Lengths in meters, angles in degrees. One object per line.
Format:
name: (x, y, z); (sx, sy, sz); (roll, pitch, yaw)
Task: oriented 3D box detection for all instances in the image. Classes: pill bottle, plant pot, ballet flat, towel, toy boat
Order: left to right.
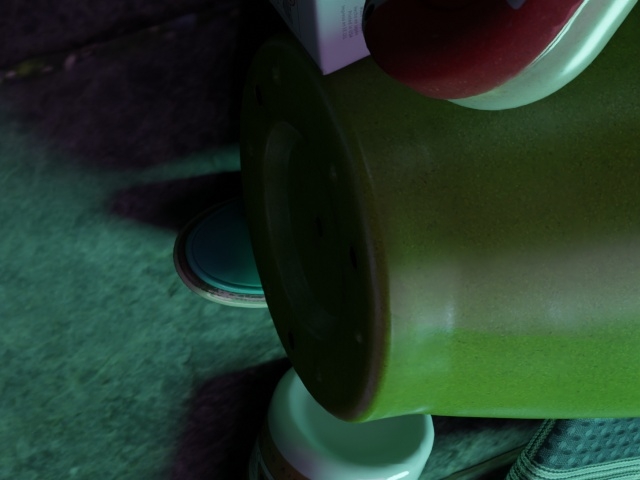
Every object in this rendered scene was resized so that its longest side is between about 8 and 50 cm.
pill bottle: (-0.002, 0.212, 1.465); (0.131, 0.131, 0.229); (-12, 140, -32)
ballet flat: (0.000, 0.000, 1.262); (0.248, 0.086, 0.086); (-16, 142, -29)
toy boat: (0.084, -0.176, 0.849); (0.151, 0.151, 0.231); (23, 120, -20)
plant pot: (0.148, -0.036, 1.129); (0.353, 0.366, 0.366); (-12, 141, -18)
towel: (0.323, 0.129, 1.593); (0.324, 0.056, 0.312); (-1, 132, -37)

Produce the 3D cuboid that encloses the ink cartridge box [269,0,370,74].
ink cartridge box: (0.081, -0.277, 0.937); (0.272, 0.130, 0.309); (-25, 146, -16)
